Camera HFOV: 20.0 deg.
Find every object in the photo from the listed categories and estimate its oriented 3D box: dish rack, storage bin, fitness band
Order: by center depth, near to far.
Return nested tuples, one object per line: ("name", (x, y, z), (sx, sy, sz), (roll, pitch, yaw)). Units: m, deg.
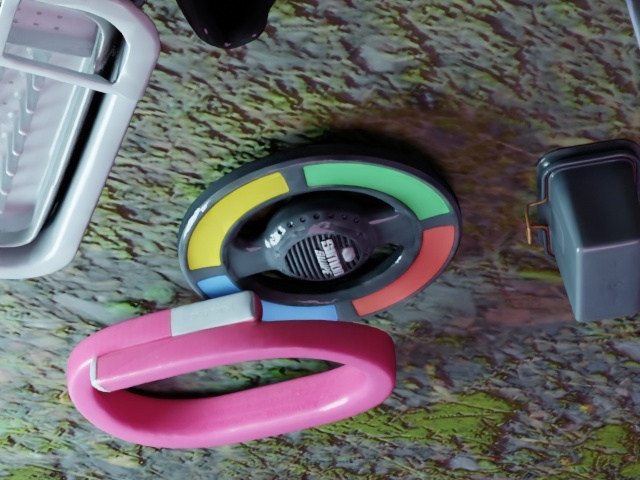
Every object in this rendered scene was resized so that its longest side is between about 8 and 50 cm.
("dish rack", (-0.261, -0.097, 1.089), (0.285, 0.072, 0.333), (10, 148, -15))
("storage bin", (0.217, 0.000, 1.454), (0.098, 0.091, 0.135), (-9, 143, 1))
("fitness band", (-0.077, 0.118, 1.550), (0.291, 0.054, 0.209), (-14, 151, 23))

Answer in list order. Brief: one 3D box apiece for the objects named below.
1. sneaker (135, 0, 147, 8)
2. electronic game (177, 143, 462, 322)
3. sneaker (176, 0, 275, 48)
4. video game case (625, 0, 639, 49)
("sneaker", (-0.144, -0.188, 1.167), (0.078, 0.067, 0.188), (-18, 147, -36))
("electronic game", (0.000, 0.000, 1.449), (0.229, 0.048, 0.229), (-5, 143, -4))
("sneaker", (-0.031, -0.238, 1.035), (0.109, 0.130, 0.286), (0, 128, -13))
("video game case", (0.268, -0.187, 1.058), (0.196, 0.274, 0.026), (-16, 137, 10))
